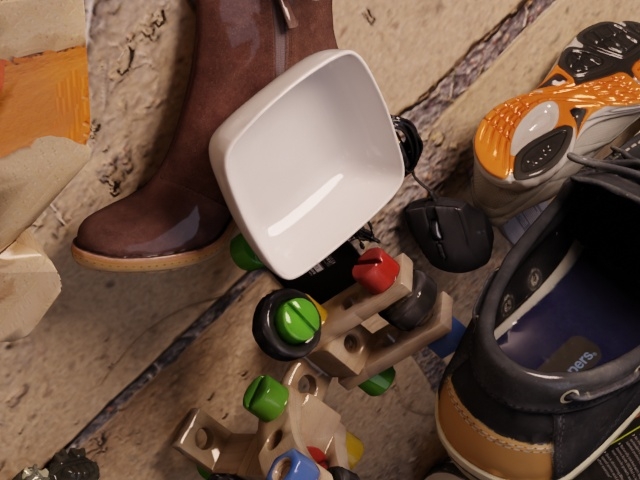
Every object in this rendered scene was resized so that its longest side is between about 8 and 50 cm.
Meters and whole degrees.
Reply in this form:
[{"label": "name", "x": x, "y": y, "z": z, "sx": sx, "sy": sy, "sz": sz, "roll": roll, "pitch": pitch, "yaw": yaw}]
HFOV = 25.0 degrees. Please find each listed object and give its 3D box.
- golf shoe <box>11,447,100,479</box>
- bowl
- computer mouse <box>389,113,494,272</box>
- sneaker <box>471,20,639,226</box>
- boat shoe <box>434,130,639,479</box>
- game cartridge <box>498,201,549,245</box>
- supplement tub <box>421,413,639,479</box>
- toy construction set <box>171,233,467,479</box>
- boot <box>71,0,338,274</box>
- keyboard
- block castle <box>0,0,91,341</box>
[{"label": "golf shoe", "x": -0.278, "y": 0.253, "z": 1.133, "sx": 0.273, "sy": 0.105, "sz": 0.120, "roll": -4, "pitch": 130, "yaw": -41}, {"label": "bowl", "x": -0.016, "y": -0.060, "z": 1.050, "sx": 0.142, "sy": 0.053, "sz": 0.142, "roll": -41, "pitch": 133, "yaw": -20}, {"label": "computer mouse", "x": 0.094, "y": -0.032, "z": 1.281, "sx": 0.242, "sy": 0.071, "sz": 0.041, "roll": 50, "pitch": 49, "yaw": -49}, {"label": "sneaker", "x": 0.232, "y": -0.109, "z": 1.354, "sx": 0.262, "sy": 0.099, "sz": 0.121, "roll": -32, "pitch": 158, "yaw": -24}, {"label": "boat shoe", "x": 0.276, "y": 0.005, "z": 1.217, "sx": 0.500, "sy": 0.187, "sz": 0.156, "roll": -43, "pitch": 153, "yaw": -31}, {"label": "game cartridge", "x": 0.202, "y": -0.024, "z": 1.435, "sx": 0.056, "sy": 0.017, "sz": 0.083, "roll": -49, "pitch": 141, "yaw": -7}, {"label": "supplement tub", "x": 0.292, "y": 0.275, "z": 1.603, "sx": 0.338, "sy": 0.207, "sz": 0.207, "roll": -23, "pitch": 134, "yaw": -28}, {"label": "toy construction set", "x": 0.019, "y": 0.152, "z": 1.278, "sx": 0.309, "sy": 0.237, "sz": 0.257, "roll": 11, "pitch": 70, "yaw": -33}, {"label": "boot", "x": -0.085, "y": -0.099, "z": 1.074, "sx": 0.248, "sy": 0.090, "sz": 0.207, "roll": -21, "pitch": 121, "yaw": -29}, {"label": "keyboard", "x": 0.000, "y": 0.000, "z": 1.260, "sx": 0.100, "sy": 0.038, "sz": 0.192, "roll": -27, "pitch": 142, "yaw": 8}, {"label": "block castle", "x": -0.295, "y": -0.156, "z": 0.707, "sx": 0.303, "sy": 0.213, "sz": 0.453, "roll": -13, "pitch": 120, "yaw": -22}]
